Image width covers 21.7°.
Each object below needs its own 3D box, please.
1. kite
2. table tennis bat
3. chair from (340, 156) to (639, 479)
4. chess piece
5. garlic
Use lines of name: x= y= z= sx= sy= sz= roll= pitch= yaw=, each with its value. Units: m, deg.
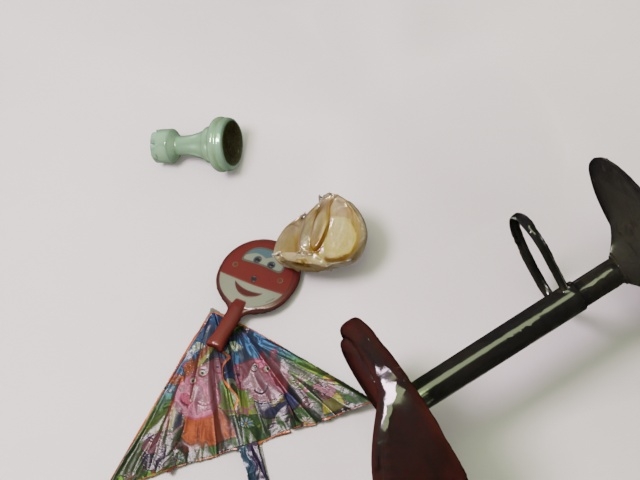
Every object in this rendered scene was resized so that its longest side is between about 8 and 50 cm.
kite: x=-0.106 y=0.176 z=1.886 sx=0.321 sy=0.016 sz=0.234 roll=-18 pitch=62 yaw=4
table tennis bat: x=-0.085 y=0.063 z=1.932 sx=0.098 sy=0.019 sz=0.155 roll=21 pitch=64 yaw=22
chair: x=0.185 y=0.112 z=1.736 sx=0.401 sy=0.226 sz=0.226 roll=-34 pitch=62 yaw=-4
chess piece: x=-0.152 y=-0.115 z=2.016 sx=0.103 sy=0.067 sz=0.067 roll=-1 pitch=64 yaw=24
garlic: x=0.002 y=-0.002 z=1.915 sx=0.113 sy=0.074 sz=0.094 roll=0 pitch=59 yaw=19
